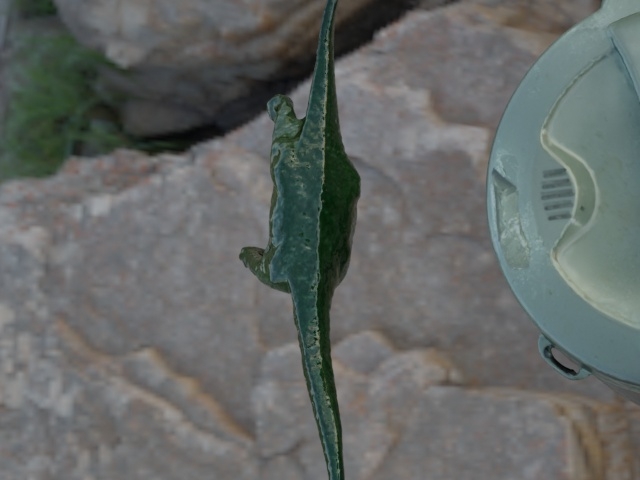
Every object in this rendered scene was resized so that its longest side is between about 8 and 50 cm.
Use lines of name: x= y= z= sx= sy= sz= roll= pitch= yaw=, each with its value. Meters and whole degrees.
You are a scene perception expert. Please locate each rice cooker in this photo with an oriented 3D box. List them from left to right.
rice cooker: x=0.263 y=-0.022 z=1.183 sx=0.288 sy=0.277 sz=0.288 roll=-4 pitch=76 yaw=18

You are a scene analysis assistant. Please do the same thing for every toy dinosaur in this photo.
toy dinosaur: x=0.000 y=0.000 z=1.499 sx=0.301 sy=0.087 sz=0.447 roll=-121 pitch=36 yaw=-69
